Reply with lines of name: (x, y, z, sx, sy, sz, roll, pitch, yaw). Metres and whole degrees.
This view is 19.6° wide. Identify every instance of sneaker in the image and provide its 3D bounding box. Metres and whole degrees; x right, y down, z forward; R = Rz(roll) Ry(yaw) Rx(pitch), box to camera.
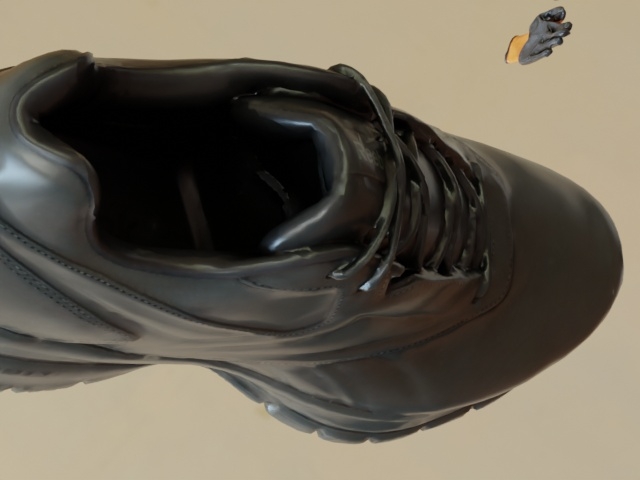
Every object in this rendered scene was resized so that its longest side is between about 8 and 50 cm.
sneaker: (0.000, 0.000, 0.580, 0.286, 0.109, 0.130, 2, -19, -37)

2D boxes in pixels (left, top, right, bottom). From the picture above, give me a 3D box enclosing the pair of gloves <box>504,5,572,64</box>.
pair of gloves: (0.137, -0.137, 1.068, 0.083, 0.010, 0.074, -62, 17, -10)
